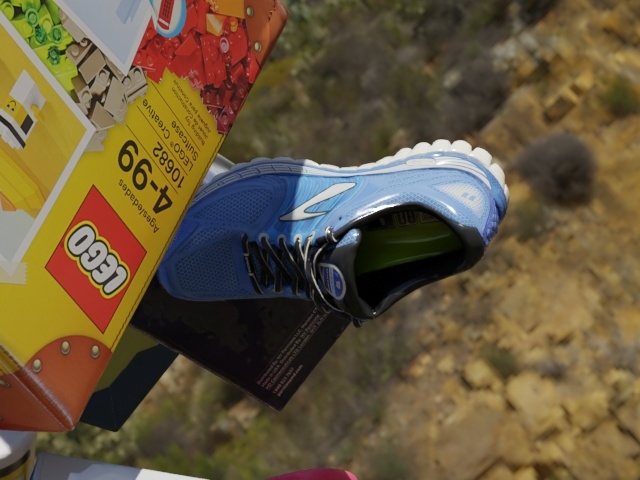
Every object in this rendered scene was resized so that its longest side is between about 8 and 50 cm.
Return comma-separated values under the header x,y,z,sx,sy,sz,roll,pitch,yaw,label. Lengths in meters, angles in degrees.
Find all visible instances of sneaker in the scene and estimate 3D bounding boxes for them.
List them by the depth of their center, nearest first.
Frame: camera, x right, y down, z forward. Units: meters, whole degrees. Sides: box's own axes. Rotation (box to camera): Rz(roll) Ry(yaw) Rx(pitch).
x,y,z,sx,sy,sz,roll,pitch,yaw,label
0.000,0.000,1.349,0.330,0.130,0.147,-12,27,17,sneaker

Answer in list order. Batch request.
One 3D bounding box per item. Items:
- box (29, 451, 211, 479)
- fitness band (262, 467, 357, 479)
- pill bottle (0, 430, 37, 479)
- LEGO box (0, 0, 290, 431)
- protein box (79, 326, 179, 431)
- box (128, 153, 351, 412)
x,y,z,sx,sy,sz,roll,pitch,yaw,label
-0.122,0.221,1.021,0.170,0.091,0.130,13,-34,-13,box
-0.064,0.307,1.585,0.209,0.054,0.291,-2,-27,-14,fitness band
-0.323,0.229,1.383,0.119,0.119,0.208,-26,-39,-39,pill bottle
-0.270,-0.182,0.897,0.500,0.193,0.372,55,-133,-39,LEGO box
-0.311,0.116,2.100,0.136,0.201,0.200,27,-73,-46,protein box
-0.141,0.010,1.817,0.294,0.296,0.183,32,-79,-26,box
